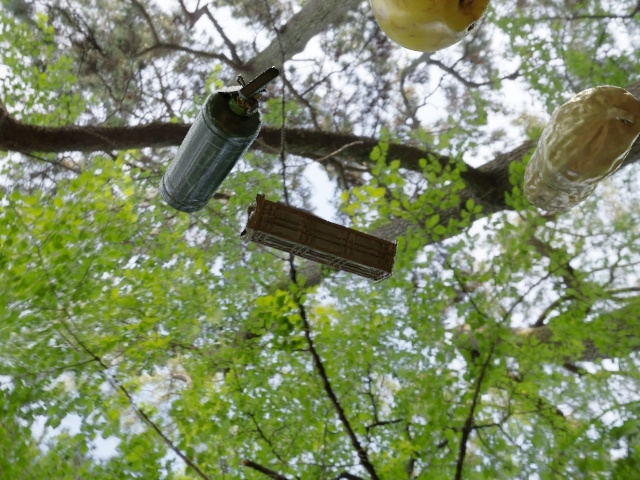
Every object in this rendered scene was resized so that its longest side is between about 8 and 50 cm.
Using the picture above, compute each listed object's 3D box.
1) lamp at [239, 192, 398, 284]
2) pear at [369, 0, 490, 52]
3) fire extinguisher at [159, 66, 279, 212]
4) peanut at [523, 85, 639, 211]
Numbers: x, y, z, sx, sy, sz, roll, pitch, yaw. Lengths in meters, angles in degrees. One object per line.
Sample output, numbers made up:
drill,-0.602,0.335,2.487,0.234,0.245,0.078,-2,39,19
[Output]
lamp,0.000,0.000,1.136,0.326,0.089,0.090,18,-112,-15
pear,0.242,-0.559,1.186,0.281,0.281,0.280,7,-102,-32
fire extinguisher,-0.169,-0.162,0.883,0.095,0.311,0.114,50,-132,1
peanut,0.463,-0.153,0.995,0.159,0.291,0.143,-21,-114,-13
